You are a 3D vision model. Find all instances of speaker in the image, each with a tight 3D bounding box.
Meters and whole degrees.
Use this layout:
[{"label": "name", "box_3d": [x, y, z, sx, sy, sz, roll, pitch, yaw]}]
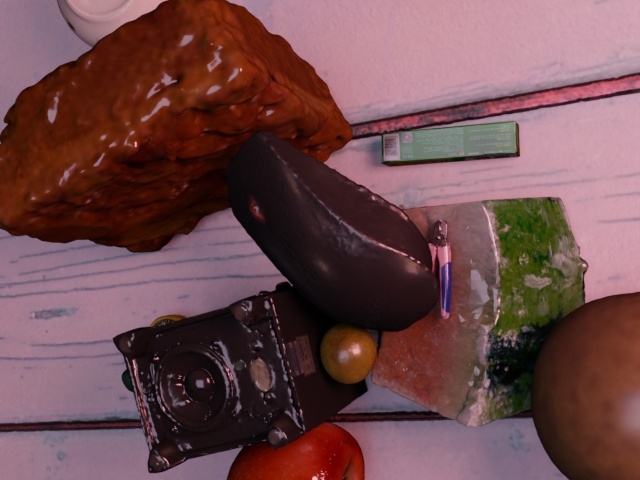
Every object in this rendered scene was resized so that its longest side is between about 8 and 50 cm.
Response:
[{"label": "speaker", "box_3d": [-0.101, 0.163, 1.029, 0.232, 0.254, 0.184, -18, 86, 22]}]

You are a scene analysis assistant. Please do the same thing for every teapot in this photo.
[{"label": "teapot", "box_3d": [-0.281, -0.393, 1.155, 0.209, 0.166, 0.299, -9, 81, 29]}]

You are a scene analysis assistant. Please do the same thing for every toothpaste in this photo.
[{"label": "toothpaste", "box_3d": [0.167, -0.124, 1.030, 0.179, 0.037, 0.043, -2, 87, 22]}]

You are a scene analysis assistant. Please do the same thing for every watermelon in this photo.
[{"label": "watermelon", "box_3d": [0.166, 0.079, 0.973, 0.302, 0.151, 0.264, 0, 92, 22]}]

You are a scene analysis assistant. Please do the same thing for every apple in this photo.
[{"label": "apple", "box_3d": [-0.031, 0.323, 1.045, 0.169, 0.181, 0.180, 2, 92, 26]}]

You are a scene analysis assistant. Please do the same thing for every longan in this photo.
[{"label": "longan", "box_3d": [0.357, 0.166, 0.851, 0.258, 0.258, 0.257, 0, 91, 22]}, {"label": "longan", "box_3d": [0.032, 0.140, 0.971, 0.075, 0.075, 0.083, 49, 149, 14]}]

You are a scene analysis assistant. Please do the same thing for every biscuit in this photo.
[{"label": "biscuit", "box_3d": [-0.191, -0.133, 1.016, 0.395, 0.343, 0.166, -26, 77, 18]}]

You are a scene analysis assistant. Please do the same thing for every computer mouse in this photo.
[{"label": "computer mouse", "box_3d": [-0.002, 0.004, 0.906, 0.295, 0.087, 0.168, 35, 143, 9]}]

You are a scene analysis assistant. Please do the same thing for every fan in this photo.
[{"label": "fan", "box_3d": [-0.244, 0.174, 1.201, 0.155, 0.039, 0.082, -41, 77, 19]}]

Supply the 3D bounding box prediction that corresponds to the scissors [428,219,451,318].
[{"label": "scissors", "box_3d": [0.136, 0.033, 0.914, 0.039, 0.012, 0.113, 6, 92, 39]}]
